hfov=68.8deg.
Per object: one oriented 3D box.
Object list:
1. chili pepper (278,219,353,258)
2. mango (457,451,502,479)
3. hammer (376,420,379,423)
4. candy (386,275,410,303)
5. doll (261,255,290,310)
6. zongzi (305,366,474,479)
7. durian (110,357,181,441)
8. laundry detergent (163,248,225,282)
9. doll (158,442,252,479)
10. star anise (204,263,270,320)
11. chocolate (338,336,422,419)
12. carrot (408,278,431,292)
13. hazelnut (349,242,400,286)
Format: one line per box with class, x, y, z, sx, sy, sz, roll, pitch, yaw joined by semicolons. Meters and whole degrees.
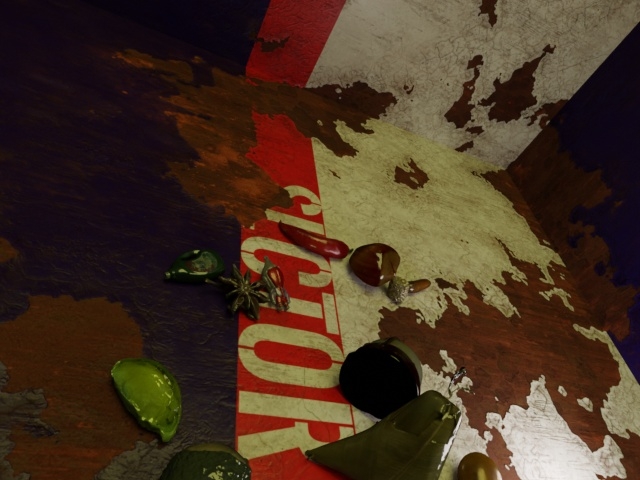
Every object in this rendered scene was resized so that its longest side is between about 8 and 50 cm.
chili pepper;-0.004;0.002;2.030;0.368;0.092;0.137;23;28;-17
mango;0.520;0.803;1.510;0.151;0.120;0.221;17;48;-15
hammer;0.130;0.635;1.499;0.199;0.013;0.062;-2;50;-38
candy;0.337;0.212;2.033;0.095;0.110;0.085;25;36;16
doll;-0.172;0.156;1.751;0.102;0.075;0.227;4;54;-52
zongzi;0.224;0.536;1.378;0.418;0.447;0.181;24;0;-2
durian;-0.456;0.412;1.262;0.250;0.101;0.139;40;74;9
laundry detergent;-0.450;0.093;1.636;0.211;0.063;0.137;-14;55;-41
doll;-0.273;0.645;1.041;0.247;0.247;0.349;23;36;-13
star anise;-0.287;0.178;1.636;0.231;0.089;0.209;35;36;-3
chocolate;0.218;0.443;1.578;0.283;0.283;0.186;38;33;6
carrot;0.449;0.208;2.149;0.186;0.060;0.060;-4;51;-43
hazelnut;0.233;0.101;2.038;0.212;0.181;0.181;-30;96;-43
